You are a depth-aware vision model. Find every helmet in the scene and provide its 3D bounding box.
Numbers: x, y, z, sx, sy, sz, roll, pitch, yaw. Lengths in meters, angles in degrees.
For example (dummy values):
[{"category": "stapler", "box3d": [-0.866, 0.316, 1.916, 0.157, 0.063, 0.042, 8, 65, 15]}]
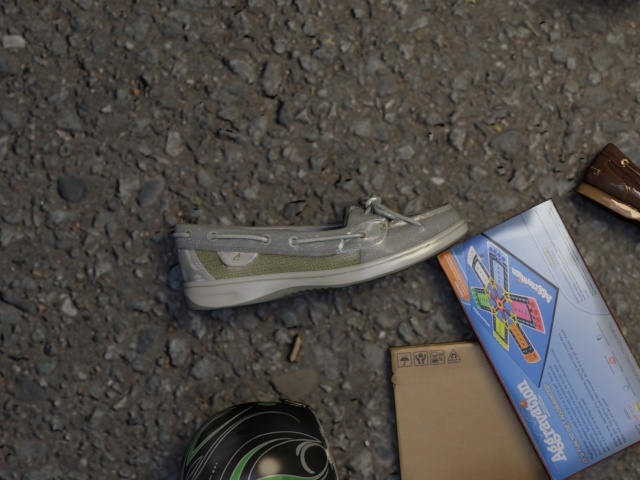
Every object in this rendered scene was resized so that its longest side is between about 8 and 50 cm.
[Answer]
[{"category": "helmet", "box3d": [-0.073, 0.259, 1.107, 0.162, 0.169, 0.169, -12, 89, -15]}]

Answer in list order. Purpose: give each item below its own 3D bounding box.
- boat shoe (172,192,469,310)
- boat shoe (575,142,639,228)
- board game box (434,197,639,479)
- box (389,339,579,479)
[{"category": "boat shoe", "box3d": [-0.001, 0.000, 1.132, 0.321, 0.118, 0.103, -12, 94, 8]}, {"category": "boat shoe", "box3d": [0.387, -0.030, 1.143, 0.207, 0.073, 0.073, 33, 92, 1]}, {"category": "board game box", "box3d": [0.254, 0.110, 1.146, 0.145, 0.027, 0.281, -27, 86, -2]}, {"category": "box", "box3d": [0.184, 0.194, 1.171, 0.201, 0.021, 0.164, -5, 89, 1]}]
